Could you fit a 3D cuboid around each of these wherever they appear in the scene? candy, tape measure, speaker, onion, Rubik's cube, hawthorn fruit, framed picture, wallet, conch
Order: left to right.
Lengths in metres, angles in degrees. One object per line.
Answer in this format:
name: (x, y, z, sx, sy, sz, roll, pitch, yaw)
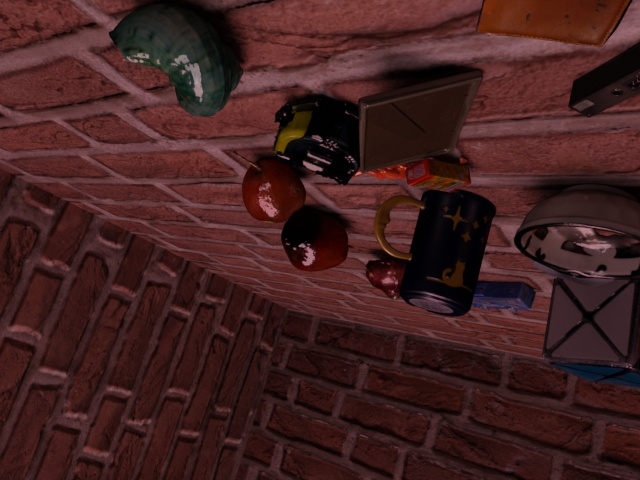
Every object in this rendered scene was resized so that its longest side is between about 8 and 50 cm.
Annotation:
conch: (-0.215, -0.299, 0.926, 0.196, 0.134, 0.202, 55, -168, 29)
hawthorn fruit: (-0.128, -0.142, 1.383, 0.162, 0.163, 0.203, 10, 145, 24)
hawthorn fruit: (0.000, 0.000, 1.687, 0.251, 0.190, 0.189, 5, 177, -43)
tape measure: (0.001, -0.195, 1.088, 0.199, 0.112, 0.186, 18, 163, -6)
onion: (0.237, 0.126, 1.887, 0.183, 0.147, 0.184, 2, 167, 0)
framed picture: (0.156, -0.186, 0.943, 0.189, 0.023, 0.260, -13, 163, 0)
candy: (0.231, -0.126, 1.099, 0.122, 0.038, 0.062, 5, 163, -35)
wallet: (0.263, -0.290, 0.599, 0.160, 0.042, 0.195, 10, 162, 10)
candy: (0.628, 0.064, 1.375, 0.174, 0.071, 0.138, 17, 164, -2)
Rubik's cube: (0.780, 0.242, 1.486, 0.259, 0.255, 0.260, 25, 163, -27)
speaker: (0.397, -0.213, 0.701, 0.040, 0.046, 0.191, 22, 164, -15)

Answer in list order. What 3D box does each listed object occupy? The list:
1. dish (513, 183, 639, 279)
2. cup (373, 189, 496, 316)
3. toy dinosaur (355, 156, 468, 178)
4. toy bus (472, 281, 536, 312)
dish: (0.529, -0.023, 1.083, 0.303, 0.120, 0.303, 16, 165, 4)
cup: (0.249, 0.023, 1.298, 0.254, 0.256, 0.178, 14, 165, 15)
toy dinosaur: (0.161, -0.155, 1.161, 0.279, 0.055, 0.101, 1, 168, 41)
toy bus: (0.581, 0.178, 1.837, 0.094, 0.079, 0.236, 45, 153, -27)
